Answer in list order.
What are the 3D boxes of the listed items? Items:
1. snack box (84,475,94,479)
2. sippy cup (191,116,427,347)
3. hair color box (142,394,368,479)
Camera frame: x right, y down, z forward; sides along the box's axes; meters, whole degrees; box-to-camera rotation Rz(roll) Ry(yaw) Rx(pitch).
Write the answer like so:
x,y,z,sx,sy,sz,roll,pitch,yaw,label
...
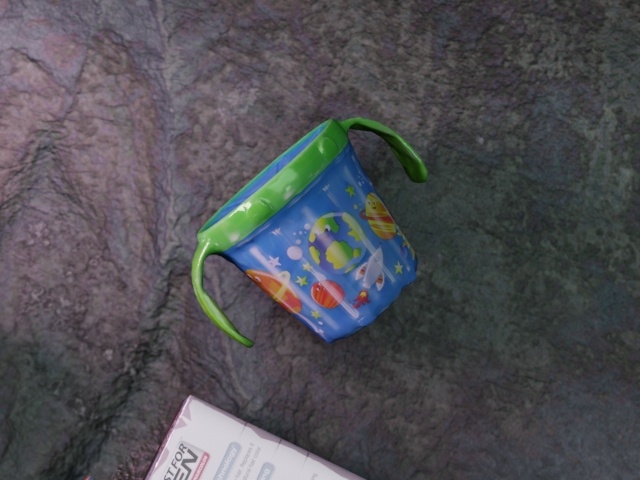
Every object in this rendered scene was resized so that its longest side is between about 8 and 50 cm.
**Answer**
x,y,z,sx,sy,sz,roll,pitch,yaw,label
-0.278,0.396,1.054,0.207,0.070,0.174,-42,96,23,snack box
0.000,0.000,1.198,0.305,0.240,0.224,-38,100,21,sippy cup
-0.041,0.358,1.155,0.375,0.113,0.185,27,73,-6,hair color box
